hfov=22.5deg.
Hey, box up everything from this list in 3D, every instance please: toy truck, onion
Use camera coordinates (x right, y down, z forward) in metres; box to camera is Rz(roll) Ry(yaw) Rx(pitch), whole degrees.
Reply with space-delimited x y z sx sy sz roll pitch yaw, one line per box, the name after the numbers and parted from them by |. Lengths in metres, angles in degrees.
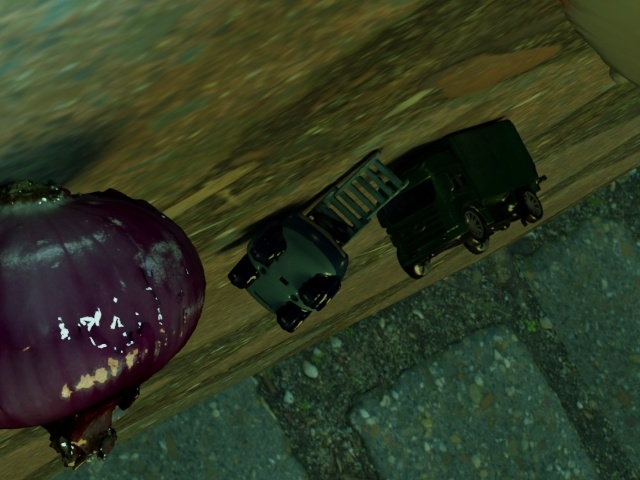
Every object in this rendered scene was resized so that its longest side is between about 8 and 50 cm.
0.000 0.000 1.007 0.074 0.063 0.136 -49 -175 -35 | toy truck
0.098 -0.029 1.113 0.065 0.079 0.147 -32 175 33 | toy truck
-0.093 0.029 0.565 0.115 0.104 0.115 -17 -174 2 | onion

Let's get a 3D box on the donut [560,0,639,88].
0.247 -0.042 0.444 0.142 0.382 0.382 -59 174 0 | donut
